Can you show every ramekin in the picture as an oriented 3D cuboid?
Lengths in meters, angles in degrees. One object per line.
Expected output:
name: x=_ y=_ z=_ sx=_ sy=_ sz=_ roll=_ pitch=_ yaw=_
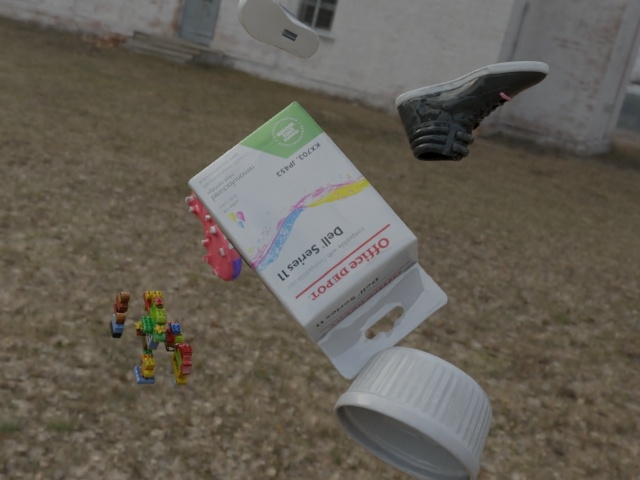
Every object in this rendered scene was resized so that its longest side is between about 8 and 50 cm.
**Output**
ramekin: x=0.132 y=0.233 z=1.234 sx=0.207 sy=0.109 sz=0.207 roll=26 pitch=-26 yaw=13

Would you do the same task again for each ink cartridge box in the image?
ink cartridge box: x=0.000 y=0.000 z=1.316 sx=0.353 sy=0.207 sz=0.119 roll=50 pitch=-7 yaw=19

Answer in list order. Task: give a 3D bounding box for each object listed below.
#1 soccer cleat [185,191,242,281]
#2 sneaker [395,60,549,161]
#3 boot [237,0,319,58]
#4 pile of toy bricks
soccer cleat: x=-0.166 y=-0.024 z=1.610 sx=0.095 sy=0.083 sz=0.248 roll=0 pitch=39 yaw=-26
sneaker: x=0.285 y=-0.228 z=1.685 sx=0.295 sy=0.147 sz=0.104 roll=-14 pitch=-14 yaw=26
boot: x=-0.086 y=-0.356 z=1.488 sx=0.086 sy=0.069 sz=0.190 roll=42 pitch=11 yaw=35
pile of toy bricks: x=-0.288 y=0.146 z=1.585 sx=0.118 sy=0.105 sz=0.212 roll=4 pitch=42 yaw=-29
